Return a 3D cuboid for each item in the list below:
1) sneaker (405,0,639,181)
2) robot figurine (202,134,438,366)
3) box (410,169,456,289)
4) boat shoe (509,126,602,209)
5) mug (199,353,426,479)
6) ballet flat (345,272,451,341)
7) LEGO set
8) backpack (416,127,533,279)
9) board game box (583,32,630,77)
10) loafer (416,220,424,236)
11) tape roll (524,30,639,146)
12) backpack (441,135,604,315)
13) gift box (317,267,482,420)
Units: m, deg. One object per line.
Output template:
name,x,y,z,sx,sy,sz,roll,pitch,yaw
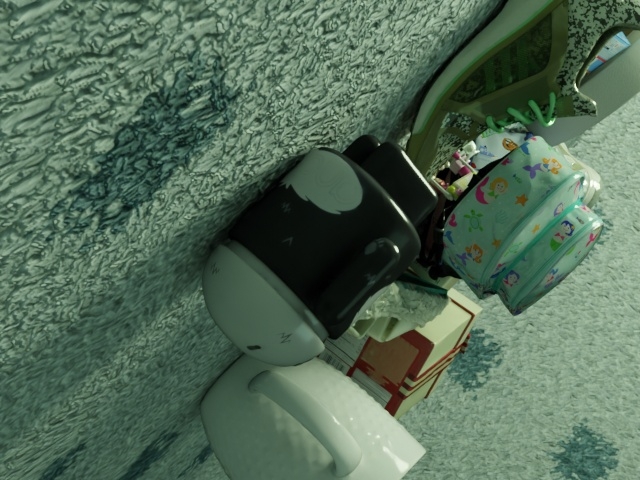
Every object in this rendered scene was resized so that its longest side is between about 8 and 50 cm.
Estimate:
sneaker,0.271,-0.201,1.468,0.410,0.182,0.158,-49,169,19
robot figurine,-0.001,0.012,1.242,0.278,0.173,0.209,-45,167,-9
box,0.254,-0.033,2.112,0.232,0.148,0.127,-48,169,10
boat shoe,0.400,-0.145,2.092,0.118,0.103,0.320,-58,-151,13
mug,-0.029,0.322,1.852,0.276,0.328,0.374,-43,168,-17
ballet flat,0.092,0.103,1.892,0.147,0.147,0.409,-48,154,12
LEGO set,0.141,-0.061,1.657,0.287,0.107,0.132,-39,162,-20
backpack,0.289,-0.065,1.898,0.276,0.213,0.263,106,-6,-79
board game box,0.370,-0.272,1.766,0.211,0.039,0.160,-36,161,23
loafer,0.123,-0.006,1.900,0.078,0.076,0.223,-51,175,-15
tape roll,0.518,-0.318,1.978,0.392,0.072,0.392,-42,-173,6
backpack,0.285,-0.022,1.602,0.225,0.191,0.253,-43,157,-6
gift box,0.129,0.191,2.201,0.258,0.255,0.276,-26,152,-56
